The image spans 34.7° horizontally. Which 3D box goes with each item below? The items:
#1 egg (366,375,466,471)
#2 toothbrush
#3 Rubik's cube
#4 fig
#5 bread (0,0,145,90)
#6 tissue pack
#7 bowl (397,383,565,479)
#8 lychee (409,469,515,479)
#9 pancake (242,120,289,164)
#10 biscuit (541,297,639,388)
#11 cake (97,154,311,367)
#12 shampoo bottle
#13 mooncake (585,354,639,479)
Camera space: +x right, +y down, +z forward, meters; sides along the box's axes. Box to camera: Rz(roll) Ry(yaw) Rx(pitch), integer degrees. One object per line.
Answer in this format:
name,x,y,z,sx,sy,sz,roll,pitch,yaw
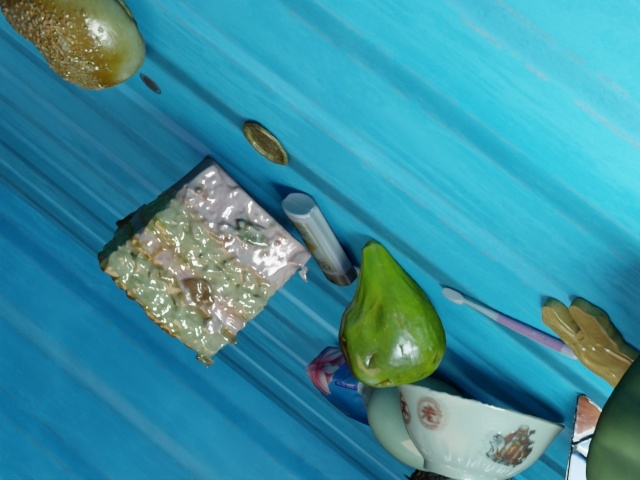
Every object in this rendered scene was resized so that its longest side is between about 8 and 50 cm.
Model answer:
egg,0.226,0.401,2.263,0.283,0.203,0.203,19,153,39
toothbrush,0.325,0.142,1.764,0.286,0.020,0.025,26,165,39
Rubik's cube,0.482,0.468,1.875,0.284,0.234,0.250,39,162,0
fig,0.130,0.132,1.916,0.206,0.206,0.275,13,114,54
bread,-0.417,-0.373,1.786,0.192,0.171,0.314,27,159,44
tissue pack,0.110,0.374,2.534,0.209,0.137,0.270,46,160,-22
bowl,0.290,0.386,1.979,0.337,0.157,0.337,15,172,2
lychee,0.347,0.646,2.478,0.300,0.300,0.300,35,161,14
pancake,-0.099,-0.177,1.870,0.115,0.011,0.115,35,162,13
biscuit,0.444,0.177,1.600,0.236,0.040,0.144,48,166,-15
cake,-0.234,0.022,2.056,0.314,0.307,0.293,44,-178,-15
shampoo bottle,0.000,0.000,2.012,0.086,0.056,0.227,30,160,41
mooncake,0.501,0.277,1.275,0.187,0.351,0.351,36,165,52
